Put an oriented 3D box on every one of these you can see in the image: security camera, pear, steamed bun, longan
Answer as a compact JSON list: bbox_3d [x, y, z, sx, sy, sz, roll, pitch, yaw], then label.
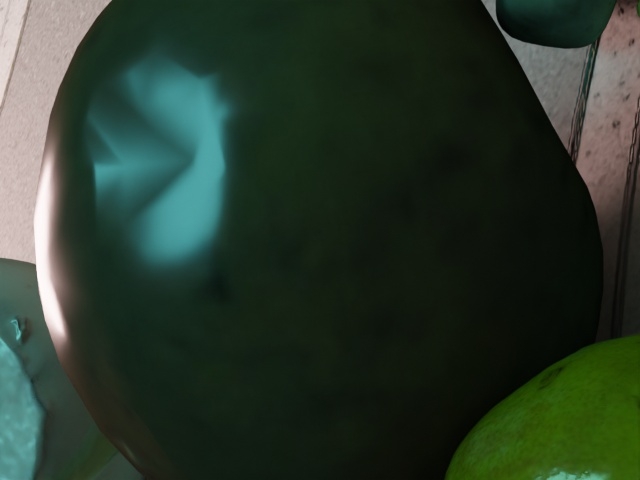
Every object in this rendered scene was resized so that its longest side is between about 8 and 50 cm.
[{"bbox_3d":[0.157,-0.209,1.261,0.301,0.080,0.157,-62,-16,-76],"label":"security camera"},{"bbox_3d":[0.163,0.144,1.026,0.200,0.200,0.200,-38,41,43],"label":"pear"},{"bbox_3d":[-0.272,0.155,1.702,0.309,0.309,0.309,-38,41,43],"label":"steamed bun"},{"bbox_3d":[0.000,0.000,1.195,0.336,0.404,0.404,-3,67,35],"label":"longan"}]

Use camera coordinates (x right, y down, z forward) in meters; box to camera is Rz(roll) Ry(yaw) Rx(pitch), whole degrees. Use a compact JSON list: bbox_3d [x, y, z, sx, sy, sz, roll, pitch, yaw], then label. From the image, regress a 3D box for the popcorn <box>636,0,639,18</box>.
[{"bbox_3d":[0.256,-0.199,1.154,0.163,0.140,0.194,106,176,-50],"label":"popcorn"}]
